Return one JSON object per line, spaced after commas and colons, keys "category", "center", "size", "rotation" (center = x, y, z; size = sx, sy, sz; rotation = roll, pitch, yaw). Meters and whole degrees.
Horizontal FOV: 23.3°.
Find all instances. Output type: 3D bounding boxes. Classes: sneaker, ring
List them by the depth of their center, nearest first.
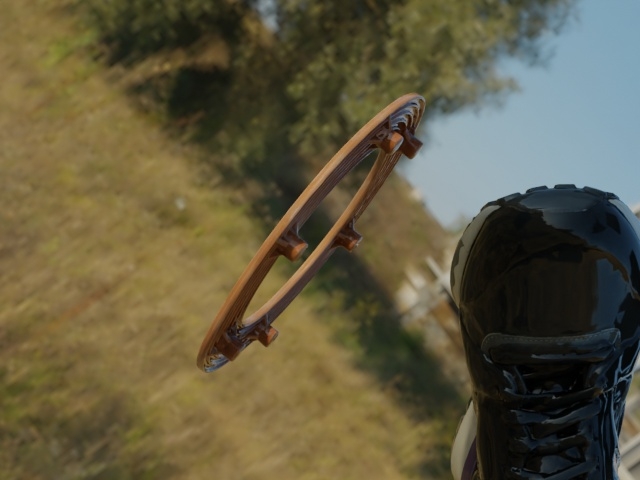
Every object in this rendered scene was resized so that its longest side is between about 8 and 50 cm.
{"category": "sneaker", "center": [0.126, 0.099, 0.804], "size": [0.283, 0.107, 0.124], "rotation": [85, 1, -47]}
{"category": "ring", "center": [0.000, 0.000, 1.484], "size": [0.032, 0.337, 0.336], "rotation": [39, -1, 9]}
